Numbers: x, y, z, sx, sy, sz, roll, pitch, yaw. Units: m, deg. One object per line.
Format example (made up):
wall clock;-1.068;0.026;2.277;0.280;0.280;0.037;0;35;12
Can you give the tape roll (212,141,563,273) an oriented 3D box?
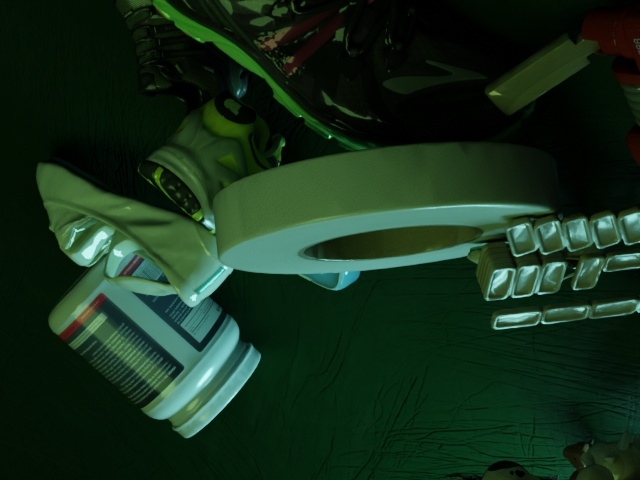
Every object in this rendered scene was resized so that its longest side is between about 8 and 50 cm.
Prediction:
tape roll;0.073;-0.030;1.860;0.392;0.392;0.072;-19;74;50

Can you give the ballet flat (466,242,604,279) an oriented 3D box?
ballet flat;0.251;0.024;1.922;0.057;0.168;0.052;151;111;-74

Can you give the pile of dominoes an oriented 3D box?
pile of dominoes;0.303;0.017;1.867;0.251;0.040;0.196;-6;142;-10

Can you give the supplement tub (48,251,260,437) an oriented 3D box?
supplement tub;-0.242;0.137;2.444;0.272;0.191;0.191;43;145;-7

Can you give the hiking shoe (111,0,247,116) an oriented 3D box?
hiking shoe;-0.192;-0.235;2.042;0.227;0.114;0.086;45;144;-11

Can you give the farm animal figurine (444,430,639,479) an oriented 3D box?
farm animal figurine;0.366;0.333;2.087;0.326;0.330;0.172;31;107;29

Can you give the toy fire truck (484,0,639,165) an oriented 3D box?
toy fire truck;0.317;-0.145;1.690;0.246;0.158;0.217;13;140;49

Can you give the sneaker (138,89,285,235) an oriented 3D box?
sneaker;-0.092;-0.072;2.059;0.145;0.147;0.384;40;180;11

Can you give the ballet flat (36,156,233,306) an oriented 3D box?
ballet flat;-0.282;-0.010;2.301;0.400;0.139;0.139;22;143;38

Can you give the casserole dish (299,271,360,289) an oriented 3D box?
casserole dish;0.000;0.000;2.213;0.114;0.037;0.188;26;143;16

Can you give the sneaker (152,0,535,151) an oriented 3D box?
sneaker;0.011;-0.249;1.795;0.482;0.185;0.202;29;142;6
